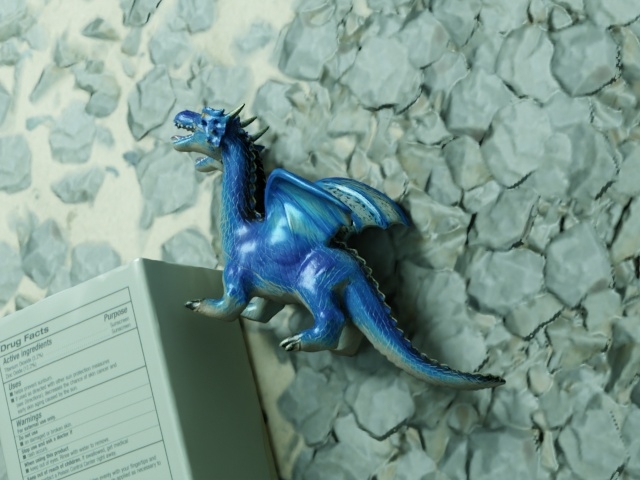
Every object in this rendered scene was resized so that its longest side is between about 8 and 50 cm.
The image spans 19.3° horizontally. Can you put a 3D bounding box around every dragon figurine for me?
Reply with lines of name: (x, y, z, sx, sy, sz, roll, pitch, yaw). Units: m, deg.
dragon figurine: (0.000, 0.000, 1.259, 0.289, 0.085, 0.144, 21, 96, 34)

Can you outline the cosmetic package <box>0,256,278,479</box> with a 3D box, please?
cosmetic package: (-0.118, 0.185, 1.298, 0.160, 0.113, 0.310, -22, 72, 29)
